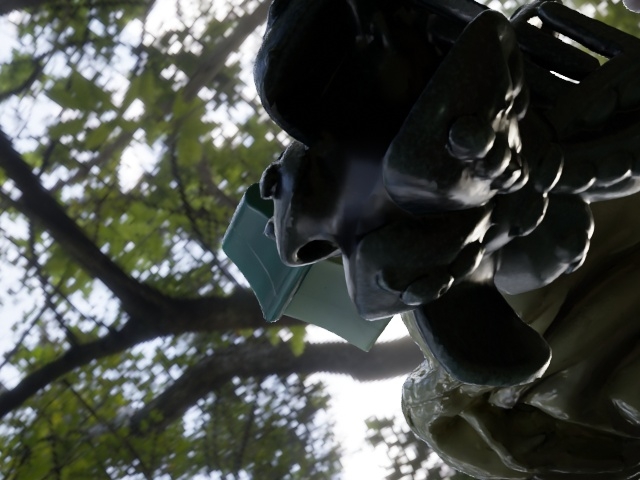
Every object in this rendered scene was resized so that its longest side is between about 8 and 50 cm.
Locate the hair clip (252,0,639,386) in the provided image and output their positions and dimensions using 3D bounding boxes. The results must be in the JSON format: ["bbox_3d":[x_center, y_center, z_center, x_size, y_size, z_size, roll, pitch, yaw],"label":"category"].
[{"bbox_3d":[0.079,-0.047,0.774,0.194,0.206,0.310,31,-161,32],"label":"hair clip"}]

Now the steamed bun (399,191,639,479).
[{"bbox_3d":[0.254,0.114,1.343,0.339,0.352,0.247,-1,-151,-23],"label":"steamed bun"}]

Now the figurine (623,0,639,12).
[{"bbox_3d":[0.348,-0.269,1.250,0.112,0.137,0.229,-19,-132,-42],"label":"figurine"}]

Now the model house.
[{"bbox_3d":[0.000,0.000,1.086,0.149,0.100,0.127,19,-131,-8],"label":"model house"}]
